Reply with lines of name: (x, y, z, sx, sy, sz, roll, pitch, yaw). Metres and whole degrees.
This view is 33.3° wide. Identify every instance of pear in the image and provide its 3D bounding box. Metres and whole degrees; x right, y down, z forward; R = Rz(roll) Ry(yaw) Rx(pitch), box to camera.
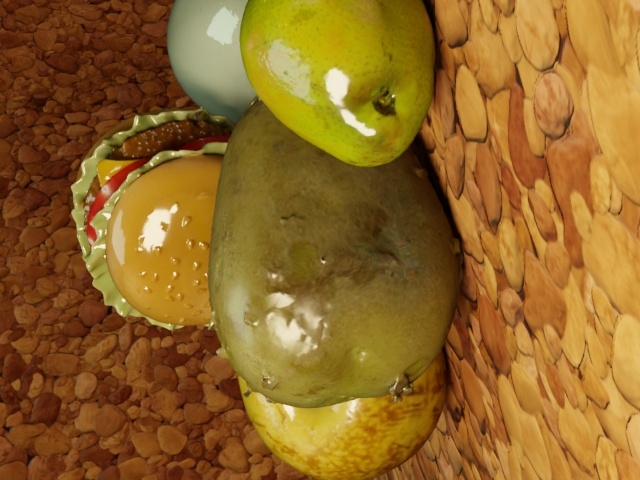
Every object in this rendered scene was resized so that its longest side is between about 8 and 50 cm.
pear: (0.029, 0.159, 1.345, 0.281, 0.281, 0.280, 165, 90, -83)
pear: (0.021, -0.168, 0.985, 0.187, 0.187, 0.219, 82, 173, -49)

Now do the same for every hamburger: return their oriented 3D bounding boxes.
hamburger: (-0.159, -0.017, 1.309, 0.212, 0.274, 0.274, 47, 155, 50)

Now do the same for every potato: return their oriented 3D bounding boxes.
potato: (0.018, -0.005, 1.130, 0.219, 0.270, 0.359, 131, 142, -68)

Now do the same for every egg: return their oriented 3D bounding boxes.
egg: (-0.088, -0.274, 1.422, 0.371, 0.230, 0.230, 158, 97, -79)
